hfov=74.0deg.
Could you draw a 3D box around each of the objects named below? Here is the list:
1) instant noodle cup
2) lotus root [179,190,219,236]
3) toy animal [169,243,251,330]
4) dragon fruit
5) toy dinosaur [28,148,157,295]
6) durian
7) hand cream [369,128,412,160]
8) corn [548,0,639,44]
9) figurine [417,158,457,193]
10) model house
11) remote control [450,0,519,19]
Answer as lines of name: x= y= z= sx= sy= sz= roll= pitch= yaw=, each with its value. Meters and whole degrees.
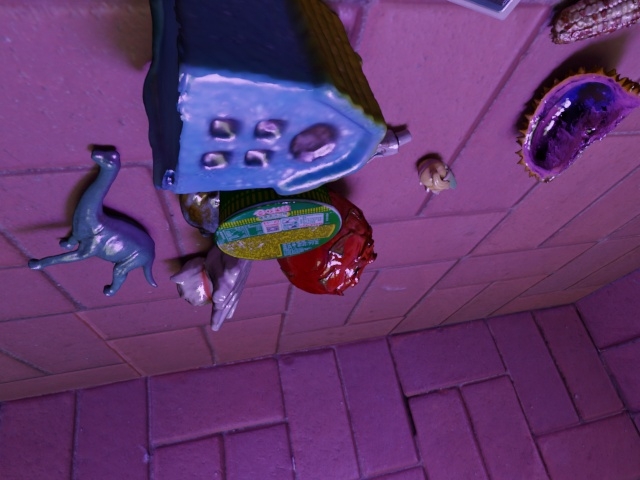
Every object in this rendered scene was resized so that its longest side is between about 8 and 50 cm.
instant noodle cup: x=-0.088 y=-0.110 z=0.716 sx=0.207 sy=0.233 sz=0.207 roll=-11 pitch=156 yaw=-5
lotus root: x=-0.237 y=-0.069 z=0.895 sx=0.113 sy=0.088 sz=0.192 roll=10 pitch=150 yaw=-9
toy animal: x=-0.283 y=0.092 z=1.083 sx=0.266 sy=0.188 sz=0.308 roll=-56 pitch=180 yaw=11
dragon fruit: x=0.006 y=0.003 z=0.968 sx=0.241 sy=0.252 sz=0.241 roll=-27 pitch=-177 yaw=1
toy dinosaur: x=-0.404 y=-0.020 z=0.922 sx=0.330 sy=0.129 sz=0.383 roll=-33 pitch=149 yaw=18
durian: x=0.514 y=-0.243 z=0.864 sx=0.186 sy=0.154 sz=0.260 roll=-21 pitch=157 yaw=-40
hand cream: x=0.057 y=-0.184 z=0.854 sx=0.256 sy=0.050 sz=0.084 roll=-9 pitch=156 yaw=-3
corn: x=0.482 y=-0.372 z=0.654 sx=0.237 sy=0.080 sz=0.079 roll=-17 pitch=153 yaw=14
figurine: x=0.281 y=-0.142 z=1.013 sx=0.083 sy=0.083 sz=0.187 roll=-22 pitch=162 yaw=18
model house: x=-0.065 y=-0.205 z=0.549 sx=0.303 sy=0.237 sz=0.215 roll=-5 pitch=151 yaw=-23
remote control: x=0.165 y=-0.366 z=0.534 sx=0.277 sy=0.056 sz=0.103 roll=2 pitch=150 yaw=-27
